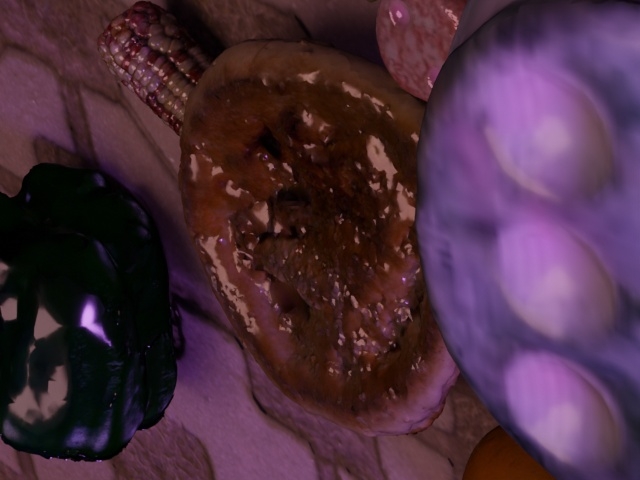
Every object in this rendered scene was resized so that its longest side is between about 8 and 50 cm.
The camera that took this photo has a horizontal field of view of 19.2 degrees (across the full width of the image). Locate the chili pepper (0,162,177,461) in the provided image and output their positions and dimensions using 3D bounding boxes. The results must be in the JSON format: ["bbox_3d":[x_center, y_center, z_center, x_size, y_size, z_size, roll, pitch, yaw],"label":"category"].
[{"bbox_3d":[-0.259,0.068,1.831,0.248,0.233,0.257,18,120,21],"label":"chili pepper"}]

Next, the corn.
[{"bbox_3d":[-0.094,-0.111,1.631,0.237,0.079,0.079,44,141,11],"label":"corn"}]

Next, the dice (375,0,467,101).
[{"bbox_3d":[0.101,-0.156,1.368,0.094,0.093,0.091,28,133,36],"label":"dice"}]

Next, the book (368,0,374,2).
[{"bbox_3d":[0.142,-0.308,1.129,0.035,0.239,0.352,30,147,-20],"label":"book"}]

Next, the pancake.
[{"bbox_3d":[0.002,-0.001,1.515,0.356,0.065,0.356,30,133,37],"label":"pancake"}]

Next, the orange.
[{"bbox_3d":[0.181,0.216,1.502,0.156,0.124,0.156,27,129,38],"label":"orange"}]

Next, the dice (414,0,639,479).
[{"bbox_3d":[0.276,-0.038,1.044,0.330,0.348,0.328,25,133,38],"label":"dice"}]
